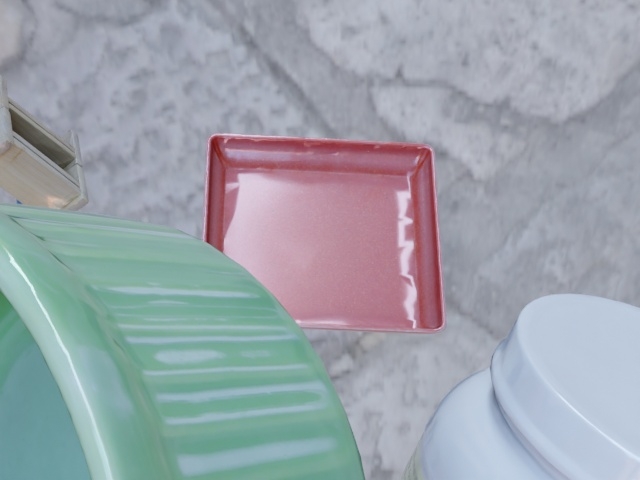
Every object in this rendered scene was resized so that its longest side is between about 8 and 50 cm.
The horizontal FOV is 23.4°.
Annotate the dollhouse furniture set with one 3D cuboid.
[{"bbox_3d":[-0.378,-0.066,1.740,0.183,0.129,0.129,-36,41,17],"label":"dollhouse furniture set"}]

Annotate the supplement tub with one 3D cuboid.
[{"bbox_3d":[0.137,0.219,0.905,0.235,0.235,0.325,30,114,15],"label":"supplement tub"}]

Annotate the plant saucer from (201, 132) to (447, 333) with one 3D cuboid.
[{"bbox_3d":[0.000,0.000,1.676,0.258,0.048,0.259,3,52,-4],"label":"plant saucer"}]

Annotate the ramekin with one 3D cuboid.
[{"bbox_3d":[-0.122,0.126,0.607,0.303,0.148,0.303,0,91,40],"label":"ramekin"}]
